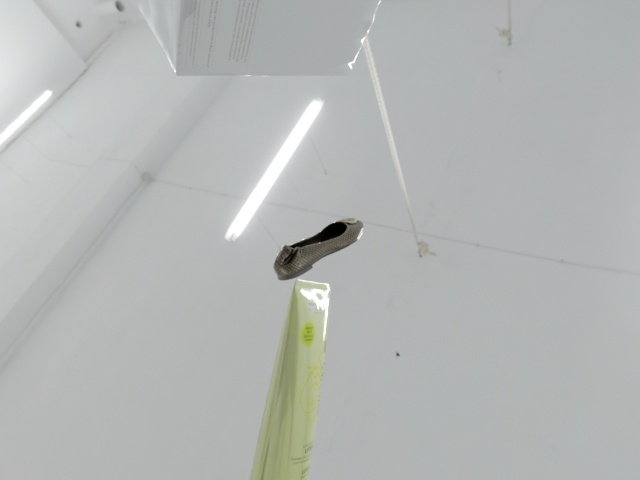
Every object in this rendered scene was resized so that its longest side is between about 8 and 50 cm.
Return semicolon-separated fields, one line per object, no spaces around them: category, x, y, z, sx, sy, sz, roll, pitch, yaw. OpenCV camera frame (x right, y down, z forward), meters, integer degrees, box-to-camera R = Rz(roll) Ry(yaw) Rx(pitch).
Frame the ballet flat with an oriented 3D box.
ballet flat;0.000;0.000;0.818;0.084;0.058;0.250;-4;-160;45

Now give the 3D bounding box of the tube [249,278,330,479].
tube;-0.027;0.161;0.443;0.062;0.070;0.240;12;-96;-17

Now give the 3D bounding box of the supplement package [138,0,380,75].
supplement package;-0.082;-0.358;0.598;0.293;0.177;0.175;-14;-121;-33
